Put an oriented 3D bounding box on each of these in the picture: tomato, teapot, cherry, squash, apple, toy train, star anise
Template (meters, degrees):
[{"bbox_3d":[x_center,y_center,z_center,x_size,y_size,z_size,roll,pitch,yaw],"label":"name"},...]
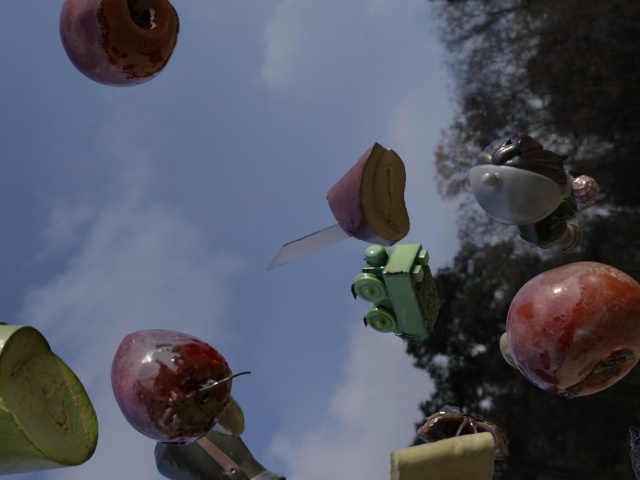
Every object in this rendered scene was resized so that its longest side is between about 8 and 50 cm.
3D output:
[{"bbox_3d":[0.473,0.158,1.470,0.227,0.270,0.270,63,-177,34],"label":"tomato"},{"bbox_3d":[-0.290,0.643,2.276,0.253,0.344,0.300,-47,-22,-21],"label":"teapot"},{"bbox_3d":[-0.264,0.238,1.358,0.192,0.250,0.175,-40,-33,-24],"label":"cherry"},{"bbox_3d":[-0.408,0.215,1.096,0.220,0.133,0.220,-9,-90,-83],"label":"squash"},{"bbox_3d":[-0.385,-0.403,1.517,0.218,0.201,0.218,13,-111,-36],"label":"apple"},{"bbox_3d":[0.201,0.131,2.063,0.159,0.188,0.271,-60,-42,-47],"label":"toy train"},{"bbox_3d":[0.348,0.466,1.928,0.237,0.229,0.092,8,-83,-25],"label":"star anise"}]

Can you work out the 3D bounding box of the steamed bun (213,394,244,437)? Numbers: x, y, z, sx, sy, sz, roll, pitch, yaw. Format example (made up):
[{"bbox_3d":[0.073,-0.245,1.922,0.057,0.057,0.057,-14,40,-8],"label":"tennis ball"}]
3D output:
[{"bbox_3d":[-0.278,0.333,1.734,0.212,0.231,0.110,79,-153,-52],"label":"steamed bun"}]

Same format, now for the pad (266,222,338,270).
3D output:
[{"bbox_3d":[0.000,0.000,1.659,0.330,0.220,0.004,134,114,-75],"label":"pad"}]

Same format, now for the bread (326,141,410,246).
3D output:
[{"bbox_3d":[0.065,-0.047,1.049,0.192,0.067,0.119,131,119,-69],"label":"bread"}]

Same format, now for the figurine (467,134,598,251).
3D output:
[{"bbox_3d":[0.425,-0.084,1.607,0.370,0.281,0.167,40,-112,-47],"label":"figurine"}]

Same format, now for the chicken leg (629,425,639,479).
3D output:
[{"bbox_3d":[0.642,0.445,1.464,0.063,0.105,0.233,27,-140,-41],"label":"chicken leg"}]

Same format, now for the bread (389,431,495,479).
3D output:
[{"bbox_3d":[0.203,0.390,1.336,0.060,0.178,0.139,-116,22,-55],"label":"bread"}]

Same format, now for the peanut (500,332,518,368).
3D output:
[{"bbox_3d":[0.560,0.225,1.762,0.149,0.314,0.149,-4,-90,-77],"label":"peanut"}]
